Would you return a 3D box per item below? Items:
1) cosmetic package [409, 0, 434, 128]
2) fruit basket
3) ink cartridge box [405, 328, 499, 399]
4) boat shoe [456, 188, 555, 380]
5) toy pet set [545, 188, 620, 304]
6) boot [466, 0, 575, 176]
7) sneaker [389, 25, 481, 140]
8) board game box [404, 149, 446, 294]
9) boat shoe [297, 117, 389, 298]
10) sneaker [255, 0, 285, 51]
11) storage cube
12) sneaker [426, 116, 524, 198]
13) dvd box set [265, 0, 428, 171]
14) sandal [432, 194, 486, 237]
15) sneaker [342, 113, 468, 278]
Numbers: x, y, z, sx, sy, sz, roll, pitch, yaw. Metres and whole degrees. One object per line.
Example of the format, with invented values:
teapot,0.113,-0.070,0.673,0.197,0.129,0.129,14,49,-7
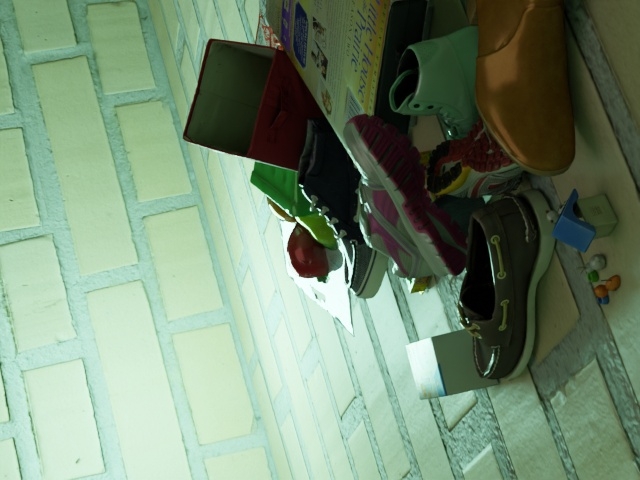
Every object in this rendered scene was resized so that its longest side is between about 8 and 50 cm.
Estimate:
cosmetic package,0.093,-0.289,1.866,0.238,0.107,0.127,100,153,-47
fruit basket,-0.007,-0.038,2.314,0.327,0.165,0.353,38,144,59
ink cartridge box,0.195,0.187,1.861,0.143,0.090,0.092,142,115,-73
boat shoe,0.231,0.071,1.632,0.324,0.097,0.116,94,158,-44
toy pet set,0.294,0.003,1.415,0.114,0.065,0.122,103,151,-58
boot,0.236,-0.241,1.371,0.211,0.104,0.295,105,154,-60
sneaker,0.154,-0.173,1.628,0.256,0.151,0.094,92,158,-45
board game box,0.157,-0.020,1.961,0.259,0.039,0.124,100,156,-60
boat shoe,0.034,-0.059,2.031,0.127,0.158,0.340,-116,29,-61
sneaker,-0.071,-0.398,2.393,0.145,0.090,0.270,-128,33,-64
storage cube,-0.084,-0.219,2.069,0.215,0.193,0.183,18,94,46
sneaker,0.228,-0.110,1.561,0.225,0.093,0.088,-23,58,60
dvd box set,0.024,-0.334,1.775,0.307,0.062,0.420,95,155,-43
sandal,0.169,-0.018,1.788,0.254,0.097,0.054,112,144,-64
sneaker,0.091,-0.048,1.653,0.111,0.103,0.252,-25,96,35
